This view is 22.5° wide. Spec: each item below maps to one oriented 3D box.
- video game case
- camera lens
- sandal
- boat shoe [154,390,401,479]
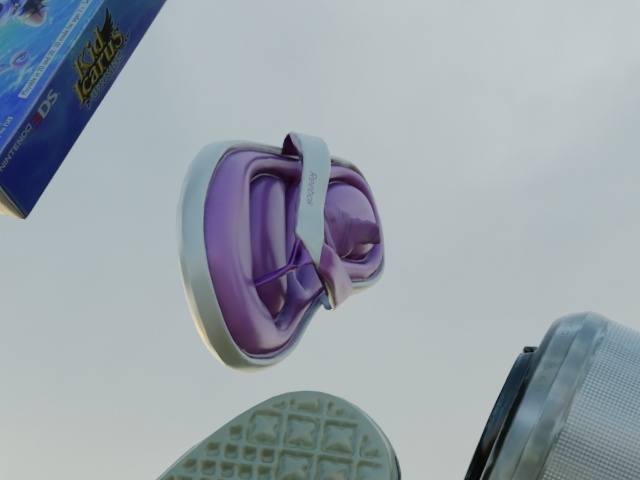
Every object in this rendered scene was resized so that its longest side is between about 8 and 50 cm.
[{"bbox_3d":[-0.256,-0.153,1.206,0.244,0.269,0.061,9,-32,33],"label":"video game case"},{"bbox_3d":[0.248,0.191,1.148,0.274,0.219,0.219,23,-27,12],"label":"camera lens"},{"bbox_3d":[-0.005,-0.015,1.256,0.102,0.169,0.416,-18,5,18],"label":"sandal"},{"bbox_3d":[-0.158,0.286,1.090,0.500,0.187,0.156,-33,-23,-14],"label":"boat shoe"}]
